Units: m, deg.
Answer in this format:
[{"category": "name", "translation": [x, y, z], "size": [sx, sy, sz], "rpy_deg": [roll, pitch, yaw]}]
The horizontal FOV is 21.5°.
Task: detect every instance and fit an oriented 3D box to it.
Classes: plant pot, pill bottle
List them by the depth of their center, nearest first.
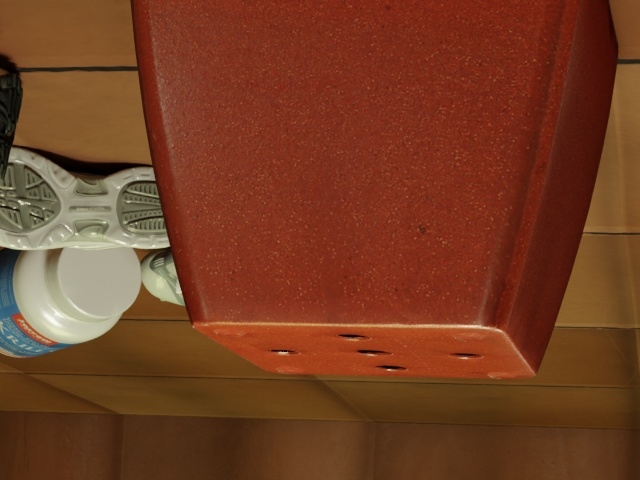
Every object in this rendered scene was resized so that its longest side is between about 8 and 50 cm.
[{"category": "plant pot", "translation": [0.039, -0.044, 1.030], "size": [0.267, 0.235, 0.267], "rpy_deg": [-1, 167, 14]}, {"category": "pill bottle", "translation": [-0.274, 0.050, 1.748], "size": [0.124, 0.124, 0.221], "rpy_deg": [11, 165, -29]}]

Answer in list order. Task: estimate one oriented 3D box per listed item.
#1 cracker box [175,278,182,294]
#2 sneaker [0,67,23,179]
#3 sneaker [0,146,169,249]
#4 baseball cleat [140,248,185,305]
[{"category": "cracker box", "translation": [0.008, -0.035, 1.243], "size": [0.232, 0.155, 0.067], "rpy_deg": [-5, 164, 31]}, {"category": "sneaker", "translation": [-0.274, -0.103, 1.158], "size": [0.108, 0.100, 0.271], "rpy_deg": [9, 167, -3]}, {"category": "sneaker", "translation": [-0.236, -0.025, 1.506], "size": [0.232, 0.090, 0.115], "rpy_deg": [9, 169, -20]}, {"category": "baseball cleat", "translation": [-0.097, 0.048, 1.816], "size": [0.109, 0.072, 0.206], "rpy_deg": [-16, 161, 38]}]
